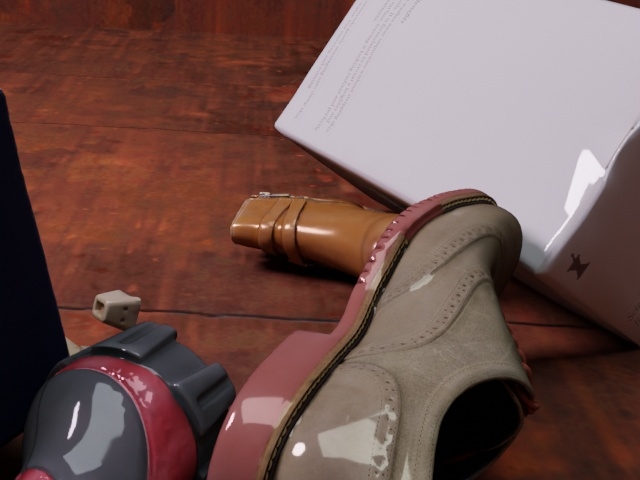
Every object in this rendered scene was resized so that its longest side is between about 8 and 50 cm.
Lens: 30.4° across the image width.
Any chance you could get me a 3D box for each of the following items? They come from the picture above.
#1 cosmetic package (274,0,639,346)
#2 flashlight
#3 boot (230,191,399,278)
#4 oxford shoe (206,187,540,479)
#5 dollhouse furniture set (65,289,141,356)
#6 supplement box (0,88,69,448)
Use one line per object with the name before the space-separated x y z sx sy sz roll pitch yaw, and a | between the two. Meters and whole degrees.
cosmetic package | 0.155 -0.096 0.995 0.156 0.217 0.385 33 2 -40
flashlight | -0.145 0.129 0.510 0.103 0.103 0.304 12 19 22
boot | 0.000 0.000 0.976 0.152 0.073 0.197 11 3 3
oxford shoe | 0.070 0.077 0.692 0.130 0.123 0.348 16 35 21
dollhouse furniture set | -0.133 0.068 0.759 0.081 0.091 0.114 9 8 -37
supplement box | -0.338 0.005 0.646 0.357 0.195 0.194 16 37 35
